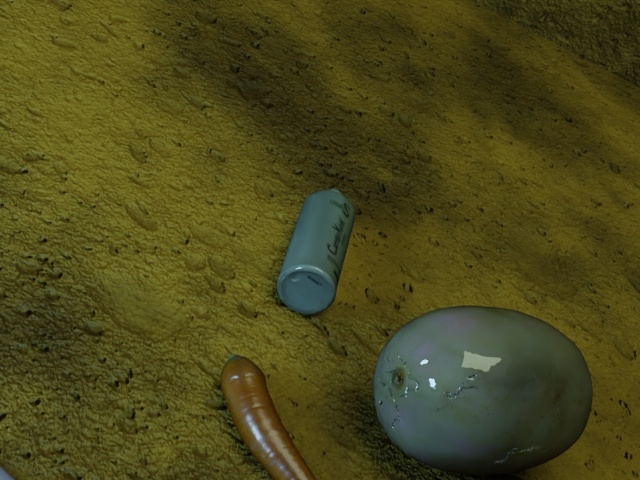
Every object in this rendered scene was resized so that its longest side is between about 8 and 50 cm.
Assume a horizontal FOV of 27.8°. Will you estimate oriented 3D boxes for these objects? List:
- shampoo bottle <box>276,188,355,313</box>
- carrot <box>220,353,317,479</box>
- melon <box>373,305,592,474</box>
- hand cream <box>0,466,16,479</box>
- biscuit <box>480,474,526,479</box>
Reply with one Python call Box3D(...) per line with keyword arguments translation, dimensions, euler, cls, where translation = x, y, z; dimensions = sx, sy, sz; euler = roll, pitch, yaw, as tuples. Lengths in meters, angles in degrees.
Box3D(translation=(0.000, 0.000, 1.900), dimensions=(0.085, 0.085, 0.262), euler=(28, 34, -8), cls="shampoo bottle")
Box3D(translation=(-0.057, 0.250, 1.575), dimensions=(0.062, 0.066, 0.271), euler=(-29, 61, -4), cls="carrot")
Box3D(translation=(0.212, 0.198, 1.703), dimensions=(0.316, 0.223, 0.223), euler=(7, 42, -33), cls="melon")
Box3D(translation=(-0.275, 0.331, 1.243), dimensions=(0.358, 0.118, 0.185), euler=(28, 32, 25), cls="hand cream")
Box3D(translation=(0.298, 0.392, 1.693), dimensions=(0.236, 0.039, 0.180), euler=(33, 36, 1), cls="biscuit")
